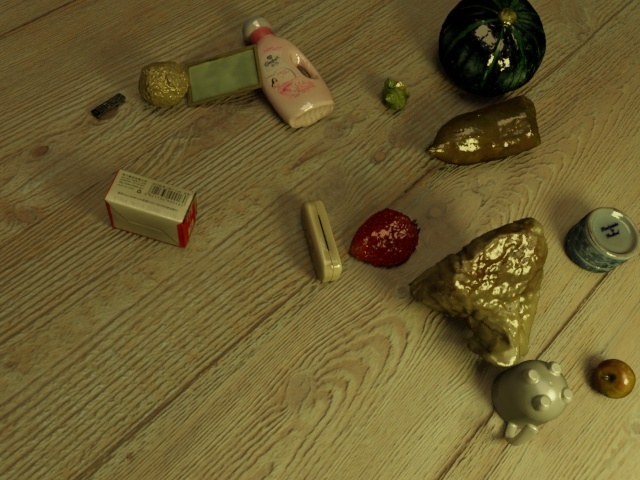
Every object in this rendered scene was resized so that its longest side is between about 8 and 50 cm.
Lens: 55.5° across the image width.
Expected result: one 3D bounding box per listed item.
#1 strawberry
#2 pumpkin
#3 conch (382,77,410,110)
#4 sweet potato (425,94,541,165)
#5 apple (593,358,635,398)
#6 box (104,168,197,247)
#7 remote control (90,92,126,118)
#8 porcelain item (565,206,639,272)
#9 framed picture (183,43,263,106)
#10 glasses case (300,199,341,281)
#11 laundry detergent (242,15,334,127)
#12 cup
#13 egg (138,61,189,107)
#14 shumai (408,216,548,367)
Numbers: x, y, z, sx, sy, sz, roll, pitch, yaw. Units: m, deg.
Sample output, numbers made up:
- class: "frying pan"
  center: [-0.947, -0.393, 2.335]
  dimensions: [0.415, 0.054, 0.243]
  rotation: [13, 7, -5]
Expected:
- class: "strawberry"
  center: [0.152, -0.011, 1.449]
  dimensions: [0.186, 0.082, 0.147]
  rotation: [-20, 63, -14]
- class: "pumpkin"
  center: [0.478, -0.556, 1.684]
  dimensions: [0.314, 0.238, 0.316]
  rotation: [4, 68, -11]
- class: "conch"
  center: [0.205, -0.400, 1.643]
  dimensions: [0.121, 0.074, 0.089]
  rotation: [-35, 109, -44]
- class: "sweet potato"
  center: [0.426, -0.276, 1.592]
  dimensions: [0.369, 0.158, 0.158]
  rotation: [-16, 68, -10]
- class: "apple"
  center: [0.666, 0.312, 1.372]
  dimensions: [0.074, 0.089, 0.090]
  rotation: [17, 61, -23]
- class: "box"
  center: [-0.368, -0.071, 1.343]
  dimensions: [0.182, 0.133, 0.099]
  rotation: [16, 63, 0]
- class: "remote control"
  center: [-0.525, -0.333, 1.507]
  dimensions: [0.034, 0.016, 0.091]
  rotation: [33, 61, 24]
- class: "porcelain item"
  center: [0.701, 0.002, 1.517]
  dimensions: [0.147, 0.114, 0.147]
  rotation: [4, 65, -10]
- class: "framed picture"
  center: [-0.252, -0.425, 1.567]
  dimensions: [0.200, 0.010, 0.136]
  rotation: [-14, 67, 7]
- class: "glasses case"
  center: [0.000, 0.000, 1.405]
  dimensions: [0.050, 0.083, 0.197]
  rotation: [-11, 65, -14]
- class: "laundry detergent"
  center: [-0.100, -0.454, 1.606]
  dimensions: [0.158, 0.088, 0.335]
  rotation: [-24, 70, -20]
- class: "cup"
  center: [0.441, 0.332, 1.291]
  dimensions: [0.173, 0.142, 0.134]
  rotation: [-27, 72, -21]
- class: "egg"
  center: [-0.388, -0.389, 1.503]
  dimensions: [0.116, 0.118, 0.140]
  rotation: [48, 48, -7]
- class: "shumai"
  center: [0.387, 0.123, 1.304]
  dimensions: [0.314, 0.267, 0.263]
  rotation: [-36, 73, 19]
